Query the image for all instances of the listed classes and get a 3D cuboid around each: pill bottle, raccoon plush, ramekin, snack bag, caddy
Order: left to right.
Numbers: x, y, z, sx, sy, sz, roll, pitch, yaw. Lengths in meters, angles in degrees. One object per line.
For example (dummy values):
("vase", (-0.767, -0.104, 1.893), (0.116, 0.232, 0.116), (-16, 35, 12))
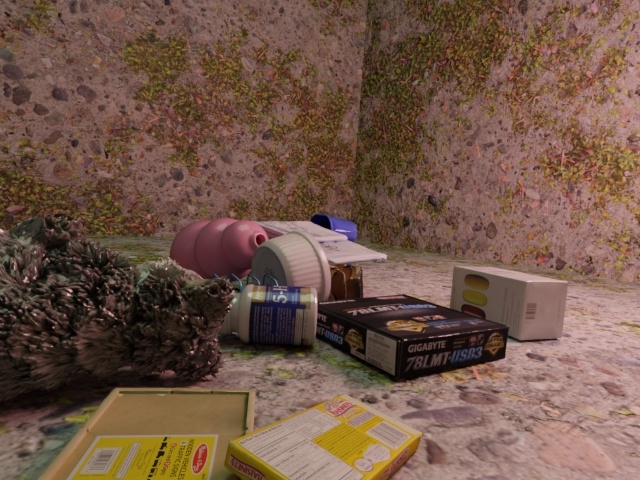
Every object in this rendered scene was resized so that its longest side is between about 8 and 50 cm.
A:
("raccoon plush", (-0.304, 0.154, 0.485), (0.299, 0.216, 0.446), (18, 35, 6))
("pill bottle", (-0.103, 0.140, 0.775), (0.187, 0.112, 0.112), (4, 4, -5))
("ramekin", (-0.080, 0.084, 0.982), (0.109, 0.207, 0.207), (-11, 13, -38))
("snack bag", (0.000, 0.000, 1.279), (0.343, 0.037, 0.323), (24, 14, 34))
("caddy", (0.021, 0.005, 1.832), (0.179, 0.241, 0.341), (7, 3, -21))

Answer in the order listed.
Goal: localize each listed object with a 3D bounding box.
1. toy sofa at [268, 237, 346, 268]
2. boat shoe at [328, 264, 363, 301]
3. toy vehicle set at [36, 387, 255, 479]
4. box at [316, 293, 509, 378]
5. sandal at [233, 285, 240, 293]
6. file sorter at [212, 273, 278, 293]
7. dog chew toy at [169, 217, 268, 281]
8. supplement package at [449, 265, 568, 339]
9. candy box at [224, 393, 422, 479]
("toy sofa", (-0.065, 0.053, 1.400), (0.177, 0.150, 0.363), (30, 18, 32))
("boat shoe", (0.048, 0.130, 1.116), (0.120, 0.122, 0.324), (-1, -4, -2))
("toy vehicle set", (-0.145, 0.206, 0.361), (0.166, 0.035, 0.267), (4, 4, -7))
("box", (0.164, 0.177, 0.829), (0.296, 0.073, 0.293), (2, 6, -33))
("sandal", (-0.224, 0.144, 1.051), (0.067, 0.040, 0.179), (2, 5, -27))
("file sorter", (-0.186, 0.129, 0.880), (0.170, 0.104, 0.118), (3, 5, -24))
("dog chew toy", (-0.270, 0.029, 1.131), (0.332, 0.206, 0.207), (-14, -9, 41))
("supplement package", (0.460, 0.147, 1.027), (0.134, 0.139, 0.244), (3, 3, -22))
("candy box", (0.016, 0.201, 0.397), (0.105, 0.027, 0.206), (13, 0, 33))
